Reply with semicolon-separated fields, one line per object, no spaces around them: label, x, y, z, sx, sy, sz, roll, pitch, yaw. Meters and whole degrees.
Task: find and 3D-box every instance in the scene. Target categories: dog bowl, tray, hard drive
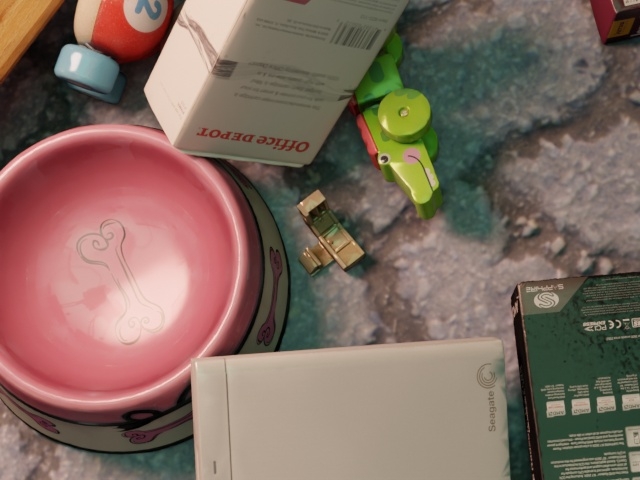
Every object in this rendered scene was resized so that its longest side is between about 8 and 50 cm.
dog bowl;-0.244;0.043;1.474;0.408;0.150;0.407;-1;76;3
tray;-0.441;-0.195;1.519;0.076;0.203;0.411;37;80;-21
hard drive;0.038;0.236;1.387;0.353;0.047;0.233;-3;91;-13

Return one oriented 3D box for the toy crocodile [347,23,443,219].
toy crocodile;0.070;-0.182;1.527;0.105;0.115;0.340;-20;73;3

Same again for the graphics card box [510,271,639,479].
graphics card box;0.354;0.222;1.417;0.233;0.094;0.370;-6;77;3

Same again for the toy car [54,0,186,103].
toy car;-0.172;-0.258;1.529;0.238;0.210;0.219;19;89;-4

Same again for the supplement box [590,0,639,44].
supplement box;0.438;-0.316;1.539;0.188;0.104;0.080;-13;76;1

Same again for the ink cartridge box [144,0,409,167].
ink cartridge box;-0.050;-0.234;1.422;0.283;0.207;0.117;-57;46;31

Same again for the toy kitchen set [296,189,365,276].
toy kitchen set;0.000;0.000;1.505;0.068;0.075;0.083;-38;73;-5
